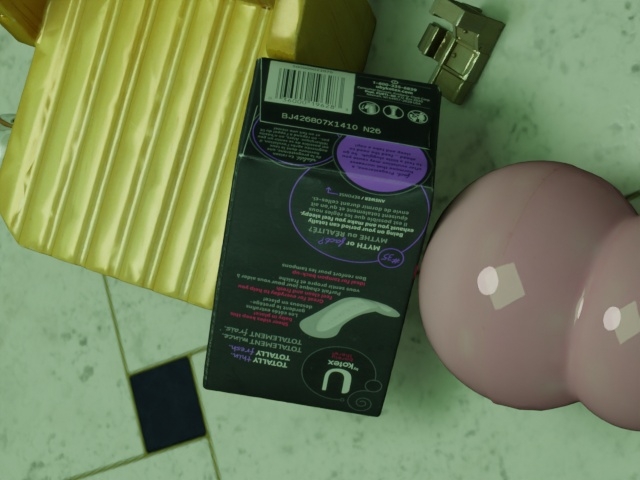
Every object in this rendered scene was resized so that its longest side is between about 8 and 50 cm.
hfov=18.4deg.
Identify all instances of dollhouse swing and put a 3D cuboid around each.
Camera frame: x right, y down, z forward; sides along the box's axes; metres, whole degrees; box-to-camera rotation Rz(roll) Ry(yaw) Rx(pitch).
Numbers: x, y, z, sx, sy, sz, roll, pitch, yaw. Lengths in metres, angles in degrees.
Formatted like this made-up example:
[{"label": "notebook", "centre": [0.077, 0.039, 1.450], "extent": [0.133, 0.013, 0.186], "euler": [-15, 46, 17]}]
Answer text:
[{"label": "dollhouse swing", "centre": [-0.174, -0.140, 1.787], "extent": [0.347, 0.315, 0.305], "euler": [18, 79, 17]}]

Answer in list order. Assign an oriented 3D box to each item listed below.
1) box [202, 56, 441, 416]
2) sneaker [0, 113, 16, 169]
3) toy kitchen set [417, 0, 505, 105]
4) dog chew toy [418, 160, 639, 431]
[{"label": "box", "centre": [0.000, 0.000, 1.692], "extent": [0.165, 0.143, 0.270], "euler": [10, 130, -2]}, {"label": "sneaker", "centre": [-0.262, -0.082, 1.986], "extent": [0.290, 0.123, 0.105], "euler": [-11, 81, 33]}, {"label": "toy kitchen set", "centre": [0.103, -0.176, 1.757], "extent": [0.068, 0.075, 0.083], "euler": [35, 105, 31]}, {"label": "dog chew toy", "centre": [0.249, 0.059, 1.589], "extent": [0.332, 0.207, 0.206], "euler": [17, 100, 26]}]
